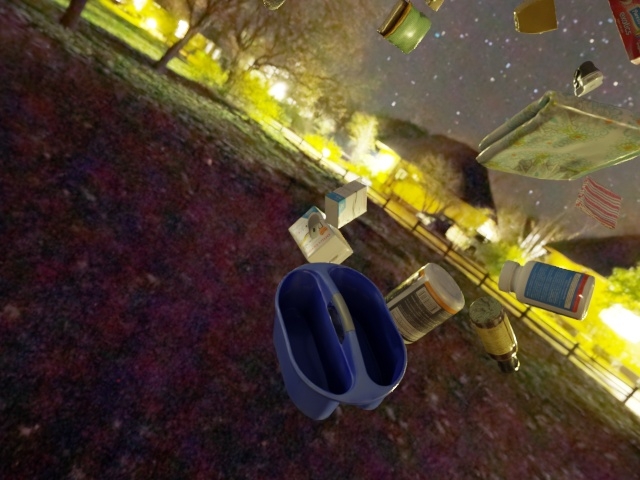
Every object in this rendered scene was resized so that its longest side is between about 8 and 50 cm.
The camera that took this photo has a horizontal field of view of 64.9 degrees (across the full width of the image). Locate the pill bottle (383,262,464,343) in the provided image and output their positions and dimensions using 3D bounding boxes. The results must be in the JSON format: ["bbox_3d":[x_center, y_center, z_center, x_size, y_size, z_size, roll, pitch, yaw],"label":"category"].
[{"bbox_3d":[0.272,0.206,1.498,0.162,0.278,0.162,37,28,-23],"label":"pill bottle"}]

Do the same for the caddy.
[{"bbox_3d":[0.032,0.195,1.044,0.241,0.179,0.341,-5,47,-19],"label":"caddy"}]

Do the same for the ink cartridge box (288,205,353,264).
[{"bbox_3d":[0.000,0.000,2.286,0.168,0.171,0.233,40,12,-45],"label":"ink cartridge box"}]

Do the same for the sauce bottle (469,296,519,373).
[{"bbox_3d":[0.587,0.328,1.673,0.344,0.111,0.111,58,-5,-36],"label":"sauce bottle"}]

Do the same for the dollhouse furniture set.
[{"bbox_3d":[0.385,-0.839,1.884,0.197,0.301,0.151,16,32,-40],"label":"dollhouse furniture set"}]

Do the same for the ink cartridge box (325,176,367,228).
[{"bbox_3d":[0.097,-0.128,1.654,0.060,0.104,0.180,29,46,35],"label":"ink cartridge box"}]

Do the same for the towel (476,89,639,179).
[{"bbox_3d":[0.646,-0.261,1.353,0.320,0.090,0.374,9,-13,-10],"label":"towel"}]

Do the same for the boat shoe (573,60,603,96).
[{"bbox_3d":[0.827,-0.509,1.578,0.228,0.080,0.076,-13,77,-63],"label":"boat shoe"}]

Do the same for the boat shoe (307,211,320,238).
[{"bbox_3d":[-0.022,-0.049,1.443,0.100,0.035,0.035,86,-14,-49],"label":"boat shoe"}]

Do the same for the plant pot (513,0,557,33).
[{"bbox_3d":[0.520,-0.549,1.232,0.081,0.083,0.081,-79,150,-59],"label":"plant pot"}]

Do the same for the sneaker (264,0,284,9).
[{"bbox_3d":[-0.102,-0.604,1.176,0.053,0.152,0.061,17,-9,-27],"label":"sneaker"}]

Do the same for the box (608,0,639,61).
[{"bbox_3d":[1.104,-0.759,1.742,0.128,0.122,0.257,-13,85,-49],"label":"box"}]

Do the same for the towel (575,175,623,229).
[{"bbox_3d":[0.956,-0.133,1.719,0.144,0.029,0.197,35,51,7],"label":"towel"}]

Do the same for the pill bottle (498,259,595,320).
[{"bbox_3d":[0.600,0.123,1.348,0.221,0.124,0.124,17,0,33],"label":"pill bottle"}]
